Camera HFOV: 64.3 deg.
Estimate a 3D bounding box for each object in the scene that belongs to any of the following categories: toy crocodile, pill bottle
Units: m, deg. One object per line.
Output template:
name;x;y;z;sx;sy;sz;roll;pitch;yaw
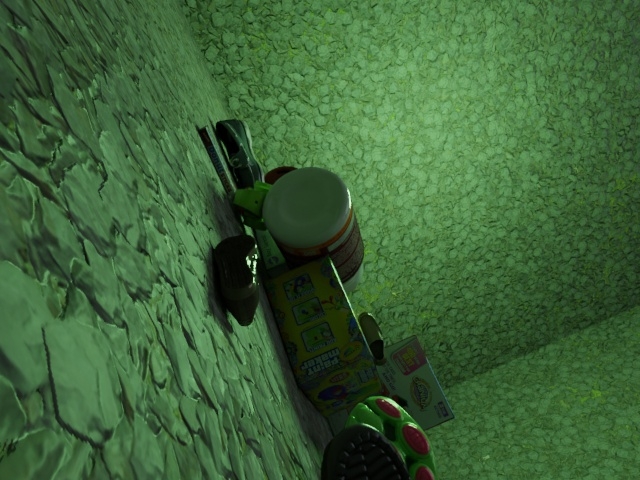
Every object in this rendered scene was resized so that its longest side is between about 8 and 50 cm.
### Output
toy crocodile;-0.184;-0.106;1.411;0.340;0.105;0.115;-122;-130;-78
pill bottle;0.000;0.000;1.388;0.392;0.223;0.224;66;0;-59

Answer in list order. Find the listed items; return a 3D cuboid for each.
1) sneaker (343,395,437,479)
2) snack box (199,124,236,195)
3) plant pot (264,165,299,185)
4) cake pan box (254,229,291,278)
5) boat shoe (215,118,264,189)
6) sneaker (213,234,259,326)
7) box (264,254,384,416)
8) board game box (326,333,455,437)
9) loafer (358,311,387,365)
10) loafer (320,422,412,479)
sneaker;0.155;0.538;0.945;0.202;0.185;0.483;112;-39;-63
snack box;-0.259;-0.202;1.289;0.064;0.022;0.178;-112;179;-71
plant pot;-0.106;-0.127;1.789;0.265;0.272;0.273;64;2;-79
cake pan box;-0.127;0.069;1.589;0.246;0.070;0.267;65;2;-45
boat shoe;-0.269;-0.256;1.664;0.099;0.116;0.320;0;67;-44
sneaker;-0.125;0.056;0.768;0.188;0.066;0.071;-104;-171;-64
box;0.015;0.244;1.269;0.290;0.176;0.279;70;-3;-55
board game box;0.168;0.432;1.388;0.064;0.316;0.242;69;-2;-68
loafer;0.143;0.260;1.356;0.050;0.056;0.148;102;-33;-75
loafer;0.070;0.449;0.756;0.130;0.133;0.366;-10;-86;62
